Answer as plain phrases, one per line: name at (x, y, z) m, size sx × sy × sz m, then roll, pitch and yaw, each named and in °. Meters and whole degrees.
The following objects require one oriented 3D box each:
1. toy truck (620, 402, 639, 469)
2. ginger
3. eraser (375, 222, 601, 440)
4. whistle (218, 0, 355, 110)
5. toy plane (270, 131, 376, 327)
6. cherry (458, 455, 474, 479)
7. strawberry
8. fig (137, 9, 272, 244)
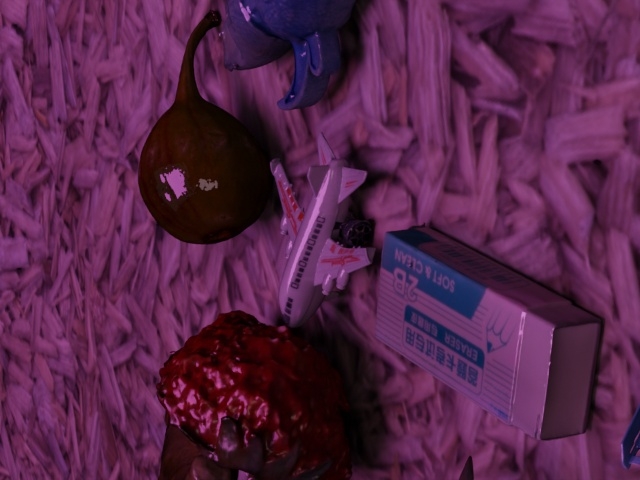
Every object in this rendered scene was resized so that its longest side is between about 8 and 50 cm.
toy truck at (0.251, 0.103, 1.184) m, size 0.063 × 0.074 × 0.136 m, roll -3°, pitch 54°, yaw 58°
ginger at (-0.111, 0.205, 1.710) m, size 0.333 × 0.080 × 0.166 m, roll -101°, pitch 26°, yaw -67°
eraser at (0.122, 0.066, 1.394) m, size 0.225 × 0.052 × 0.096 m, roll 30°, pitch 120°, yaw 53°
whistle at (-0.023, -0.211, 1.551) m, size 0.269 × 0.093 × 0.180 m, roll -31°, pitch 69°, yaw 64°
toy plane at (0.000, 0.000, 1.571) m, size 0.162 × 0.065 × 0.171 m, roll 44°, pitch 134°, yaw 46°
cherry at (0.093, 0.308, 1.326) m, size 0.255 × 0.218 × 0.296 m, roll 1°, pitch 96°, yaw 26°
strawberry at (-0.045, 0.118, 1.604) m, size 0.111 × 0.190 × 0.236 m, roll -56°, pitch 24°, yaw 18°
fig at (-0.110, -0.113, 1.701) m, size 0.124 × 0.124 × 0.236 m, roll -32°, pitch 57°, yaw 57°
